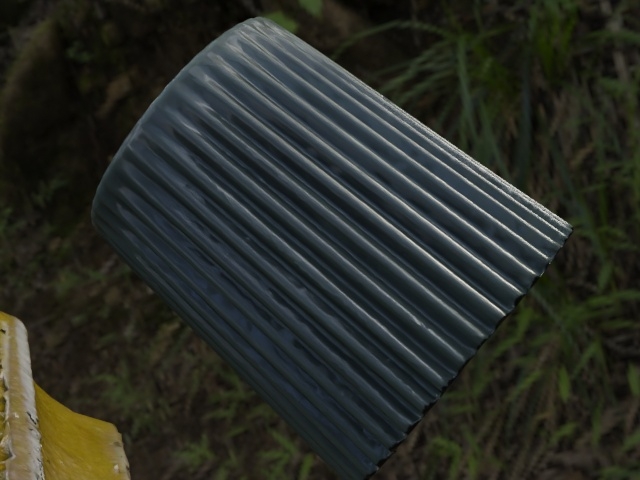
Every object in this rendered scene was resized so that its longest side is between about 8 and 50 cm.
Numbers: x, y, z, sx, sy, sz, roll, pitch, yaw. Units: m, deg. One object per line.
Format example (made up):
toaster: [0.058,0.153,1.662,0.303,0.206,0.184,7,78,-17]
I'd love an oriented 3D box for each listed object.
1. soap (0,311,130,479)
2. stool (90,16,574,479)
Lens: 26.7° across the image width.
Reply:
soap: [-0.124,0.113,0.367,0.160,0.080,0.257,-38,22,0]
stool: [0.000,0.000,1.177,0.297,0.330,0.297,-50,-5,-7]
